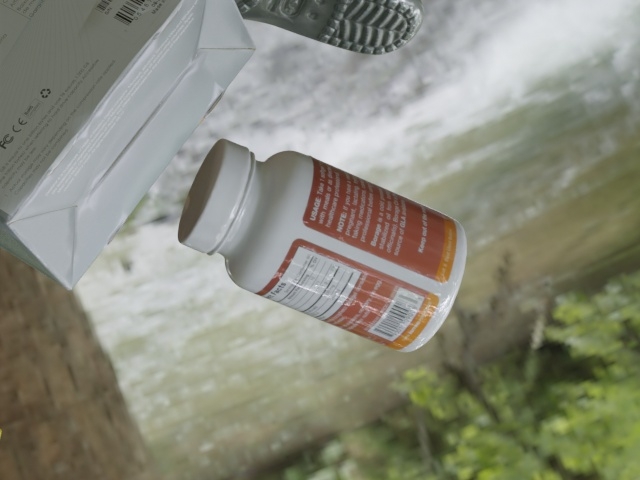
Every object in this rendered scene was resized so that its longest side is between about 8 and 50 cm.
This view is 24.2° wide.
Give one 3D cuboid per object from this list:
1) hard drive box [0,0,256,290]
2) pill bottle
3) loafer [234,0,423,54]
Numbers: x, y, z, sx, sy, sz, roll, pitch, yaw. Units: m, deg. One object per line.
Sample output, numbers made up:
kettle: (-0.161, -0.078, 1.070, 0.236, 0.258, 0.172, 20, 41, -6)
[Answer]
hard drive box: (-0.185, -0.109, 0.847, 0.181, 0.232, 0.089, -53, 154, -14)
pill bottle: (0.000, 0.000, 1.211, 0.216, 0.121, 0.121, 23, 143, -16)
loafer: (-0.042, -0.214, 1.099, 0.251, 0.087, 0.094, 20, 140, -20)
